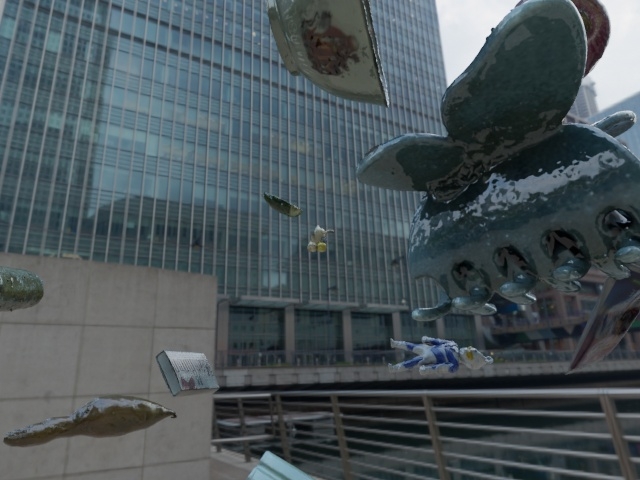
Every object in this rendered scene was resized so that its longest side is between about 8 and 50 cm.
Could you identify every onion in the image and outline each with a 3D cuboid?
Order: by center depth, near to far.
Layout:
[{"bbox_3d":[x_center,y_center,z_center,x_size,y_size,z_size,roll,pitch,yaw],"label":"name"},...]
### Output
[{"bbox_3d":[0.403,-0.352,0.772,0.178,0.153,0.177,-9,-60,-15],"label":"onion"}]

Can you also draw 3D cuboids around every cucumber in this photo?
[{"bbox_3d":[-0.107,-0.091,1.140,0.108,0.035,0.067,27,2,28],"label":"cucumber"}]

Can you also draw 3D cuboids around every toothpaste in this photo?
[{"bbox_3d":[0.458,0.103,0.687,0.096,0.061,0.265,-8,-58,-23],"label":"toothpaste"}]

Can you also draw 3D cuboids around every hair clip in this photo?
[{"bbox_3d":[0.253,-0.043,0.580,0.318,0.238,0.392,-27,-24,36],"label":"hair clip"}]

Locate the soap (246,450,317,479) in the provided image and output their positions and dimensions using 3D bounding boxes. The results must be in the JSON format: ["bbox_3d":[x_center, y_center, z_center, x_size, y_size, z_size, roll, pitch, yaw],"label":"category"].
[{"bbox_3d":[-0.042,0.422,0.676,0.198,0.119,0.066,7,-46,42],"label":"soap"}]

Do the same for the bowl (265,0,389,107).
[{"bbox_3d":[0.005,-0.369,0.743,0.158,0.336,0.337,-12,-20,13],"label":"bowl"}]

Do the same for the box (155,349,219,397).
[{"bbox_3d":[-0.333,0.336,1.133,0.036,0.115,0.177,-36,-23,5],"label":"box"}]

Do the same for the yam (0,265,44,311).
[{"bbox_3d":[-0.503,0.078,0.703,0.078,0.078,0.179,1,-7,-10],"label":"yam"}]

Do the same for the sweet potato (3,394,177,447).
[{"bbox_3d":[-0.396,0.315,0.787,0.270,0.074,0.075,4,-18,-36],"label":"sweet potato"}]

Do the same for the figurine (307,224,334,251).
[{"bbox_3d":[0.000,0.000,1.251,0.051,0.083,0.047,15,-20,24],"label":"figurine"}]

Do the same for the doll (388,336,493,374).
[{"bbox_3d":[0.272,0.260,1.017,0.228,0.114,0.057,0,-61,14],"label":"doll"}]
